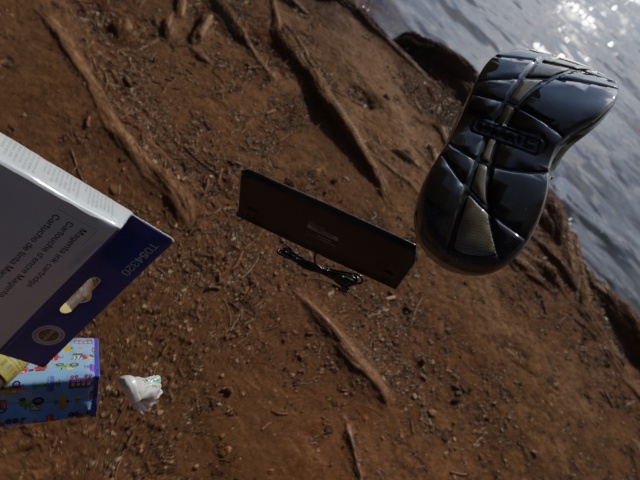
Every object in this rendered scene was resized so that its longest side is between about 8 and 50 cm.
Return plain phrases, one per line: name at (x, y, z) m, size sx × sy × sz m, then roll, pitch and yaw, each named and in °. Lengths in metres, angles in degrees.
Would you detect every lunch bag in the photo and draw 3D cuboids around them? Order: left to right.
lunch bag at (-0.719, 0.335, 1.149) m, size 0.220 × 0.138 × 0.293 m, roll 4°, pitch 20°, yaw -28°

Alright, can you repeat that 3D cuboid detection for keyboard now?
keyboard at (0.000, 0.000, 0.746) m, size 0.316 × 0.202 × 0.033 m, roll 26°, pitch 53°, yaw 4°

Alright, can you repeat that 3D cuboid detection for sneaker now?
sneaker at (-0.468, 0.387, 1.134) m, size 0.094 × 0.212 × 0.080 m, roll -34°, pitch 68°, yaw -29°

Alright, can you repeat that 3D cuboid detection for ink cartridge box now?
ink cartridge box at (-0.417, 0.037, 0.533) m, size 0.330 × 0.324 × 0.071 m, roll 39°, pitch 15°, yaw -38°

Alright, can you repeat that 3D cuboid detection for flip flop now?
flip flop at (0.166, -0.075, 0.375) m, size 0.112 × 0.080 × 0.277 m, roll 28°, pitch 65°, yaw 17°

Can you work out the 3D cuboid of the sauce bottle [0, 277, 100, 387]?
sauce bottle at (-0.526, 0.131, 0.820) m, size 0.111 × 0.111 × 0.344 m, roll 37°, pitch 44°, yaw -4°
